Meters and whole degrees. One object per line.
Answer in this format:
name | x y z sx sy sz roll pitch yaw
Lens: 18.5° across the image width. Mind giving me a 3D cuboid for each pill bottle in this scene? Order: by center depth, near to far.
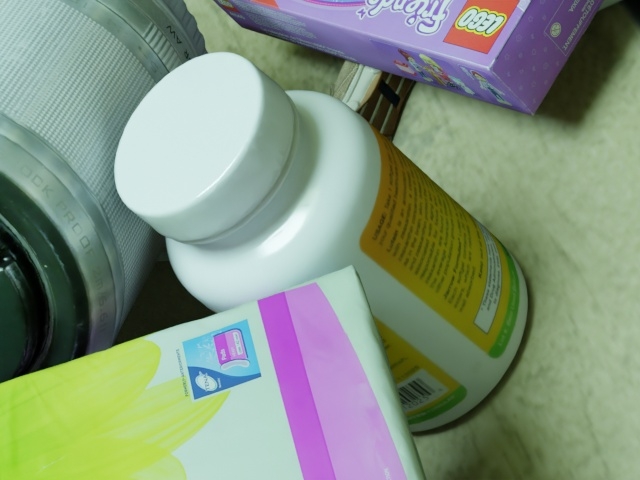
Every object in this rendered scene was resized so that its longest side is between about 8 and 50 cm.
pill bottle | 0.000 0.000 1.114 0.136 0.246 0.136 -22 49 28

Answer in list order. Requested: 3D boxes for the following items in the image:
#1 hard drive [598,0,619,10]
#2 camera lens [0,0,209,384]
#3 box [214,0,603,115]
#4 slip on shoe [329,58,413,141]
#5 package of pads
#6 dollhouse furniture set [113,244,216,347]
hard drive | 0.216 -0.257 1.260 0.319 0.040 0.210 -23 49 28
camera lens | -0.193 -0.039 1.158 0.219 0.219 0.274 -24 24 27
box | 0.073 -0.206 1.274 0.293 0.057 0.201 23 77 47
slip on shoe | 0.024 -0.091 1.303 0.041 0.051 0.135 9 65 39
package of pads | -0.051 0.170 0.951 0.229 0.101 0.296 -19 46 1
dollhouse furniture set | -0.169 0.027 1.380 0.301 0.151 0.197 0 65 8
